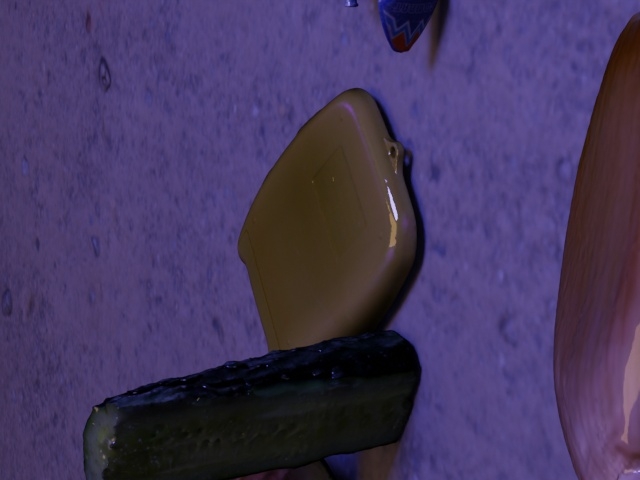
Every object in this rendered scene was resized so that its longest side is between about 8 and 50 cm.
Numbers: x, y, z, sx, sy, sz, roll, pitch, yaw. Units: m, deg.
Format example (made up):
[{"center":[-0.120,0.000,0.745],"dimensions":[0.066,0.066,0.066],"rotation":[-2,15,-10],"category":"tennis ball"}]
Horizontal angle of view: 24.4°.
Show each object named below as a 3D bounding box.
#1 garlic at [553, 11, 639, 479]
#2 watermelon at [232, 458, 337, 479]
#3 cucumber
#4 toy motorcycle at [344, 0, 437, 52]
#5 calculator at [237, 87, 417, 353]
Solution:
[{"center":[0.163,0.008,0.600],"dimensions":[0.217,0.110,0.228],"rotation":[167,114,-81],"category":"garlic"},{"center":[-0.039,0.221,1.018],"dimensions":[0.063,0.119,0.245],"rotation":[20,111,49],"category":"watermelon"},{"center":[-0.046,0.101,0.915],"dimensions":[0.062,0.211,0.078],"rotation":[49,137,47],"category":"cucumber"},{"center":[0.049,-0.220,0.855],"dimensions":[0.114,0.076,0.205],"rotation":[51,137,39],"category":"toy motorcycle"},{"center":[0.000,0.000,1.010],"dimensions":[0.236,0.033,0.157],"rotation":[-52,47,50],"category":"calculator"}]
